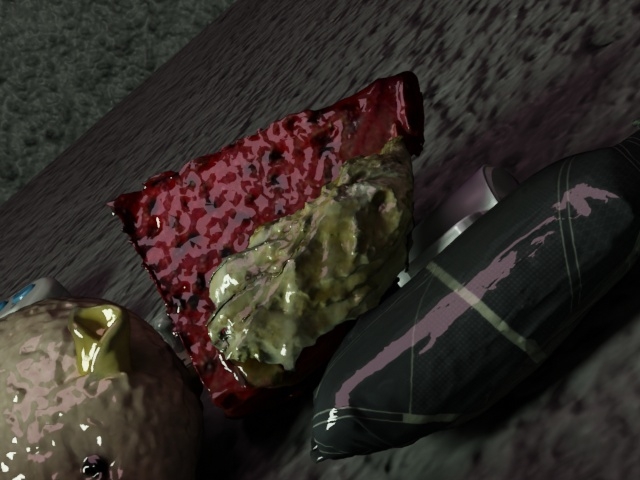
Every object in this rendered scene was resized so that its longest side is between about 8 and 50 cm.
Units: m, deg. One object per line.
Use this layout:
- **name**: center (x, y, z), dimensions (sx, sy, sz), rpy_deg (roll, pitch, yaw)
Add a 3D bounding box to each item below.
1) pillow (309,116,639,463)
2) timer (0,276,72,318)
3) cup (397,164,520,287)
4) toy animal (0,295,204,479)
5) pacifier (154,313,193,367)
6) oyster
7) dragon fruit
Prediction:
- **pillow**: center (0.121, 0.035, 0.881), dimensions (0.335, 0.092, 0.161), rpy_deg (-41, 10, 4)
- **timer**: center (-0.462, 0.170, 1.770), dimensions (0.262, 0.087, 0.237), rpy_deg (-31, 21, 32)
- **cup**: center (0.109, 0.001, 0.994), dimensions (0.116, 0.074, 0.104), rpy_deg (-39, -7, 21)
- **toy animal**: center (-0.222, 0.161, 1.107), dimensions (0.358, 0.188, 0.227), rpy_deg (22, 80, 40)
- **pacifier**: center (-0.149, 0.104, 1.324), dimensions (0.068, 0.064, 0.083), rpy_deg (-21, 23, 8)
- **oyster**: center (0.000, 0.008, 0.949), dimensions (0.209, 0.072, 0.133), rpy_deg (-26, 51, -9)
- **dragon fruit**: center (-0.031, -0.017, 1.081), dimensions (0.330, 0.240, 0.302), rpy_deg (-46, 34, 12)
